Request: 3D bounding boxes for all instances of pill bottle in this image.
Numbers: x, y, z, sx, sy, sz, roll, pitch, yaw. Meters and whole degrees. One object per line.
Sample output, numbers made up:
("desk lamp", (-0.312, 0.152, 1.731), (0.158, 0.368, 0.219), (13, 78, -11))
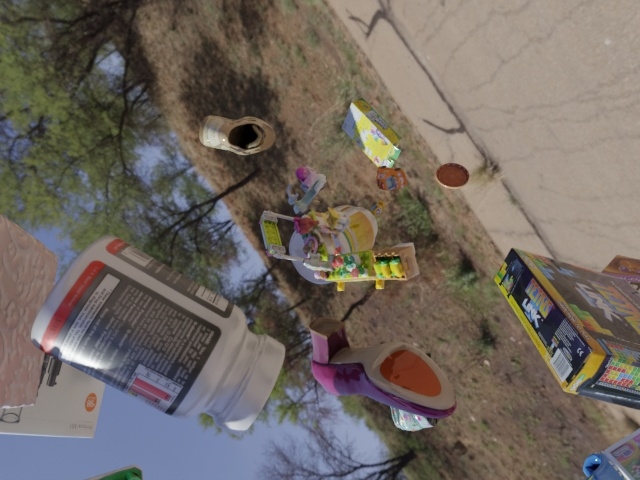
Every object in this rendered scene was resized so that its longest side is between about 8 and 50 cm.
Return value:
("pill bottle", (-0.256, 0.168, 0.782), (0.362, 0.210, 0.210), (32, -172, -10))
("pill bottle", (0.036, -0.003, 0.889), (0.118, 0.117, 0.208), (55, -151, 1))

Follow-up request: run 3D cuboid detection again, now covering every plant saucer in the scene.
("plant saucer", (0.337, -0.164, 1.181), (0.084, 0.083, 0.013), (57, 166, 31))

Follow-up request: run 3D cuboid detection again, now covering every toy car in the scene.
("toy car", (0.119, -0.078, 0.824), (0.060, 0.040, 0.122), (31, 147, 29))

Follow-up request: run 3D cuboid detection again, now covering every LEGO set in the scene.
("LEGO set", (0.000, 0.000, 0.634), (0.107, 0.132, 0.287), (13, -159, -34))

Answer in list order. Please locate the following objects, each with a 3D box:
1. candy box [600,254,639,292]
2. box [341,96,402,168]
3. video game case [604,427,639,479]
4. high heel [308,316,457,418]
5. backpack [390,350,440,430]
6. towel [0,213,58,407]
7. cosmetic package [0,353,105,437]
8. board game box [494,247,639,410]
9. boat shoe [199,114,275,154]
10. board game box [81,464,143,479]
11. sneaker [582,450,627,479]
("candy box", (0.497, 0.089, 0.733), (0.109, 0.186, 0.053), (17, 124, 44))
("box", (0.138, -0.270, 1.197), (0.179, 0.043, 0.105), (51, 153, 13))
("video game case", (0.321, 0.206, 0.387), (0.011, 0.087, 0.122), (56, -178, -32))
("high heel", (0.114, 0.286, 0.909), (0.377, 0.127, 0.182), (21, 128, 54))
("backpack", (0.224, 0.363, 1.123), (0.152, 0.115, 0.182), (23, -130, -50))
("towel", (-0.547, 0.123, 0.780), (0.332, 0.053, 0.317), (119, 152, -70))
("cosmetic package", (-0.651, 0.302, 1.080), (0.377, 0.097, 0.285), (64, -152, -63))
("board game box", (0.264, 0.081, 0.438), (0.140, 0.048, 0.170), (14, -154, -7))
("boat shoe", (-0.226, -0.318, 1.435), (0.110, 0.122, 0.341), (17, -161, 23))
("board game box", (-0.499, 0.660, 0.818), (0.050, 0.389, 0.391), (-9, 86, 57))
("sneaker", (0.501, 0.368, 0.722), (0.240, 0.091, 0.126), (-1, -151, -36))
